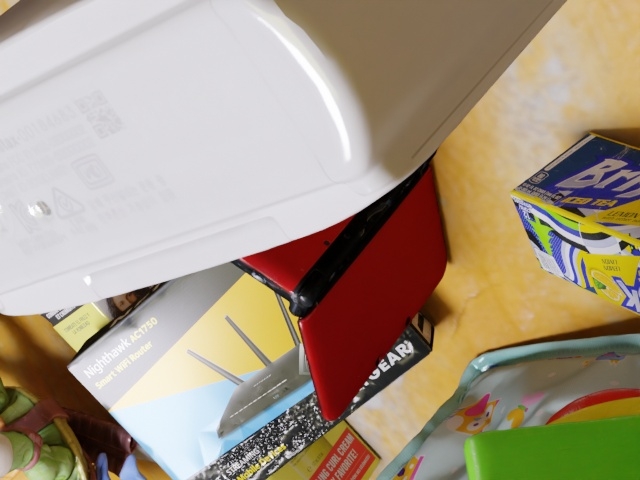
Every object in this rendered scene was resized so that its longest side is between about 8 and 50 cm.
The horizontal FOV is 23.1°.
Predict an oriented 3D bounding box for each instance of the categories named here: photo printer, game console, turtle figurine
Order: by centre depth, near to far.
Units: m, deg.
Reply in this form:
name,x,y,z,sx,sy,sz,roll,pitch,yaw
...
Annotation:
name,x,y,z,sx,sy,sz,roll,pitch,yaw
photo printer,0.000,-0.110,0.609,0.256,0.307,0.107,-16,114,48
game console,0.000,0.000,0.837,0.124,0.144,0.085,33,138,8
turtle figurine,-0.289,0.155,1.130,0.266,0.275,0.198,57,176,17

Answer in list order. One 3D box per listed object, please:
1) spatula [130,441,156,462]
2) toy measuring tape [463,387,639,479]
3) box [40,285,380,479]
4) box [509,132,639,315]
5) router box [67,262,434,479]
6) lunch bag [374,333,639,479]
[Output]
name,x,y,z,sx,sy,sz,roll,pitch,yaw
spatula,-0.079,0.218,1.197,0.242,0.019,0.168,6,130,34
toy measuring tape,0.196,0.117,0.662,0.330,0.121,0.121,-6,130,0
box,-0.070,0.097,1.028,0.232,0.087,0.058,49,139,-9
box,0.165,0.002,0.728,0.169,0.059,0.054,29,150,56
router box,-0.041,0.065,0.939,0.179,0.046,0.133,-40,99,16
lunch bag,0.190,0.164,0.835,0.223,0.160,0.262,52,144,-13
